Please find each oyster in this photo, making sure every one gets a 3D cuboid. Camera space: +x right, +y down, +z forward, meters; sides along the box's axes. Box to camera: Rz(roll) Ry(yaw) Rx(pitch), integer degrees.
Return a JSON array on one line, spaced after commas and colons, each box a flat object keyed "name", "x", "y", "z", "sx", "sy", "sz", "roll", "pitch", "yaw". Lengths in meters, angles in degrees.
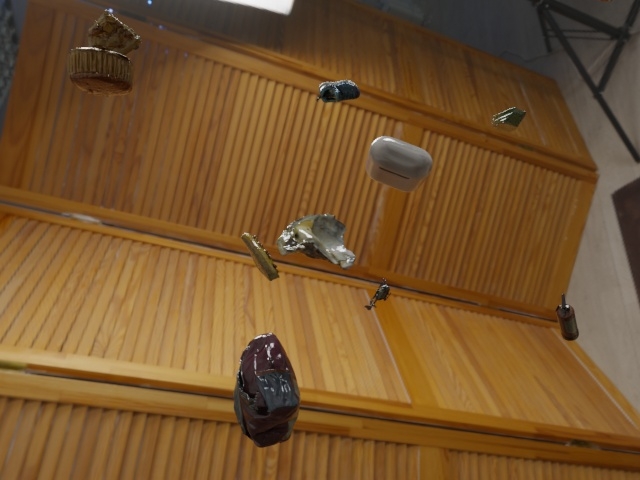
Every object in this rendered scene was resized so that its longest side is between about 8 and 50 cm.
[{"name": "oyster", "x": -0.005, "y": 0.008, "z": 1.535, "sx": 0.101, "sy": 0.270, "sz": 0.275, "roll": -60, "pitch": 13, "yaw": 28}]

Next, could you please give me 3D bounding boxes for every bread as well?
[{"name": "bread", "x": -0.662, "y": -0.500, "z": 1.488, "sx": 0.199, "sy": 0.198, "sz": 0.104, "roll": 177, "pitch": 94, "yaw": -73}]

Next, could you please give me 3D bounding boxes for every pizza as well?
[{"name": "pizza", "x": -0.175, "y": 0.050, "z": 1.468, "sx": 0.175, "sy": 0.046, "sz": 0.134, "roll": 56, "pitch": 167, "yaw": 11}, {"name": "pizza", "x": -0.702, "y": -0.691, "z": 1.659, "sx": 0.062, "sy": 0.181, "sz": 0.162, "roll": -129, "pitch": 30, "yaw": -47}]

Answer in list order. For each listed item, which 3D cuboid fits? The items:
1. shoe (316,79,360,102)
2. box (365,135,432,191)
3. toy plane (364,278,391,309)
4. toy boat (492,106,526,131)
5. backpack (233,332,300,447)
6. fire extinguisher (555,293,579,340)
[{"name": "shoe", "x": 0.058, "y": -0.480, "z": 1.606, "sx": 0.064, "sy": 0.142, "sz": 0.071, "roll": 78, "pitch": -157, "yaw": -45}, {"name": "box", "x": 0.351, "y": -0.343, "z": 2.260, "sx": 0.349, "sy": 0.288, "sz": 0.141, "roll": 93, "pitch": -159, "yaw": -79}, {"name": "toy plane", "x": 0.196, "y": 0.187, "z": 1.656, "sx": 0.121, "sy": 0.049, "sz": 0.031, "roll": -55, "pitch": 32, "yaw": 6}, {"name": "toy boat", "x": 0.697, "y": -0.448, "z": 1.846, "sx": 0.293, "sy": 0.093, "sz": 0.055, "roll": -46, "pitch": -23, "yaw": -80}, {"name": "backpack", "x": -0.180, "y": 0.456, "z": 1.572, "sx": 0.284, "sy": 0.197, "sz": 0.317, "roll": 110, "pitch": 147, "yaw": -42}, {"name": "fire extinguisher", "x": 0.693, "y": 0.218, "z": 1.386, "sx": 0.050, "sy": 0.177, "sz": 0.062, "roll": -2, "pitch": 52, "yaw": 32}]
